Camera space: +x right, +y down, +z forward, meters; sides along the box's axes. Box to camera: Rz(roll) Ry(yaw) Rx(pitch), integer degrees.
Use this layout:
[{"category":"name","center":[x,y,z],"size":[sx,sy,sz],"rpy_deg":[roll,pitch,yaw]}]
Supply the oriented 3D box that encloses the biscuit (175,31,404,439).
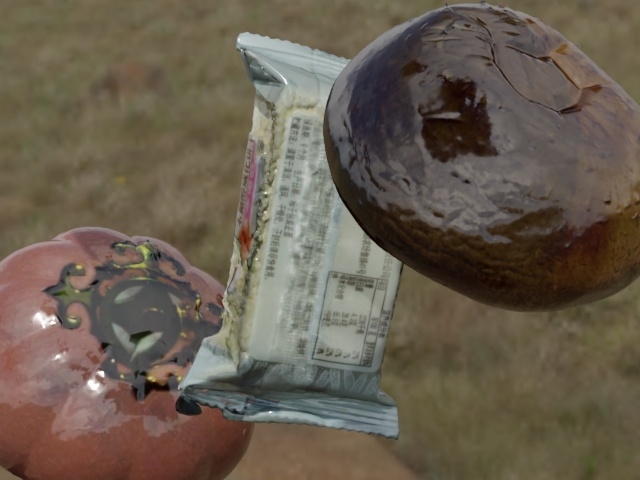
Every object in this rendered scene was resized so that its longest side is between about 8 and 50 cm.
[{"category":"biscuit","center":[-0.005,0.000,1.265],"size":[0.186,0.309,0.079],"rpy_deg":[7,9,-16]}]

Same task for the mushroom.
[{"category":"mushroom","center":[0.111,-0.060,0.986],"size":[0.231,0.138,0.194],"rpy_deg":[32,28,14]}]

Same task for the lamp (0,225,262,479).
[{"category":"lamp","center":[-0.208,0.137,1.548],"size":[0.305,0.239,0.305],"rpy_deg":[16,44,-16]}]
